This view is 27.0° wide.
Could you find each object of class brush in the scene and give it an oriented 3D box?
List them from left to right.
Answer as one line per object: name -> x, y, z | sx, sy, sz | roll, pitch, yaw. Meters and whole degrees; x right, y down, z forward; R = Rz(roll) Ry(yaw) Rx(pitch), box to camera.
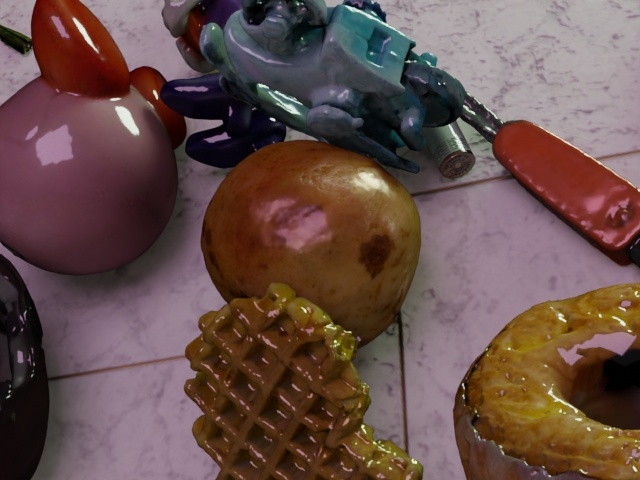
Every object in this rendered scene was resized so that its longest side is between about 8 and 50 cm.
brush -> 0.248, -0.060, 1.339 | 0.070, 0.051, 0.323 | -45, 58, -2

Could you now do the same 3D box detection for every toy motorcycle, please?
toy motorcycle -> 0.007, -0.165, 1.331 | 0.206, 0.260, 0.154 | -22, 46, 56

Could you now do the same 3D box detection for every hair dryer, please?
hair dryer -> 0.058, -0.102, 1.443 | 0.183, 0.044, 0.155 | -27, 52, 7

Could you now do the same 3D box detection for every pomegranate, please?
pomegranate -> 0.000, 0.000, 1.292 | 0.215, 0.215, 0.215 | -10, 56, 15

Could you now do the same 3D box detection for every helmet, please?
helmet -> -0.378, 0.159, 1.362 | 0.225, 0.177, 0.305 | -11, 45, 7

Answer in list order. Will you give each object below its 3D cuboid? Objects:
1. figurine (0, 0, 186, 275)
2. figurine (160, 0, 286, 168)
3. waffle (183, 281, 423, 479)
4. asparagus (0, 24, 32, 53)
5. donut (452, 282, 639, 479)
figurine -> -0.250, -0.082, 1.430 | 0.211, 0.270, 0.261 | 40, 88, 29
figurine -> -0.085, -0.278, 1.539 | 0.193, 0.154, 0.420 | -13, 57, 7
waffle -> -0.019, 0.163, 1.204 | 0.249, 0.253, 0.056 | 6, 18, 32
asparagus -> -0.461, -0.296, 1.774 | 0.233, 0.022, 0.023 | 29, 117, 30
donut -> 0.267, 0.160, 1.084 | 0.317, 0.150, 0.299 | -16, 34, 12
